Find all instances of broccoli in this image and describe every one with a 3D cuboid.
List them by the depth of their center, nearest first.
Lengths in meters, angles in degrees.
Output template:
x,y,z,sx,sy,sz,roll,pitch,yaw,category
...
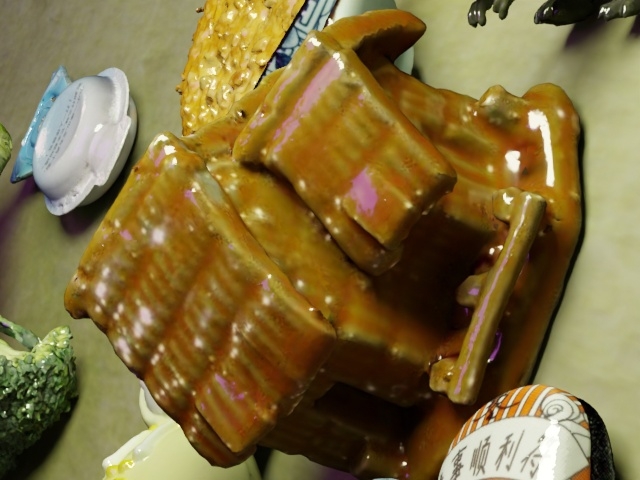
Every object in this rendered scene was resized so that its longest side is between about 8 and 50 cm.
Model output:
x,y,z,sx,sy,sz,roll,pitch,yaw,category
-0.306,0.053,1.565,0.221,0.252,0.361,-41,13,34,broccoli

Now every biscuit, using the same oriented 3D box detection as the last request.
x,y,z,sx,sy,sz,roll,pitch,yaw,category
-0.035,-0.160,1.397,0.254,0.035,0.254,-38,40,41,biscuit

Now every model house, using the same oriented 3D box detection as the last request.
x,y,z,sx,sy,sz,roll,pitch,yaw,category
0.002,0.000,1.029,0.199,0.229,0.219,-50,33,39,model house

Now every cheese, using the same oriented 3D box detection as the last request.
x,y,z,sx,sy,sz,roll,pitch,yaw,category
-0.212,-0.089,1.634,0.135,0.052,0.244,-66,26,-2,cheese

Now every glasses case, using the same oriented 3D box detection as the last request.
x,y,z,sx,sy,sz,roll,pitch,yaw,category
0.094,0.195,0.891,0.103,0.067,0.267,-33,44,44,glasses case

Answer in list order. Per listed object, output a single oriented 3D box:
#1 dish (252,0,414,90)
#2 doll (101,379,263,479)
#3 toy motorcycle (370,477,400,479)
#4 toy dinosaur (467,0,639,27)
x,y,z,sx,sy,sz,roll,pitch,yaw,category
-0.010,-0.063,1.213,0.243,0.080,0.182,-57,11,27,dish
-0.088,0.143,1.186,0.141,0.117,0.296,-32,45,43,doll
-0.033,0.235,1.006,0.092,0.135,0.254,25,92,62,toy motorcycle
0.123,-0.207,1.041,0.087,0.187,0.179,3,100,58,toy dinosaur
